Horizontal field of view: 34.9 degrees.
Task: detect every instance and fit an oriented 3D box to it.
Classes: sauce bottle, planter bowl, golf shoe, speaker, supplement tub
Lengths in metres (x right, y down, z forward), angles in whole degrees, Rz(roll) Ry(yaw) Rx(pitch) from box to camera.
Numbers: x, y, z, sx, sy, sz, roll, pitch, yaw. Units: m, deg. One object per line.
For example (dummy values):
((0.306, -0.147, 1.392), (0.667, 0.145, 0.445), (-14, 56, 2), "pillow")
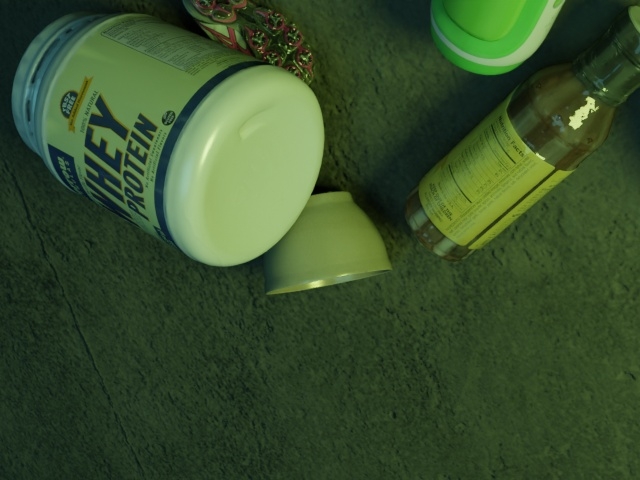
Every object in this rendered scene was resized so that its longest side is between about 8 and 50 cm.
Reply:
((0.232, -0.110, 1.096), (0.111, 0.111, 0.344), (45, 128, -2), "sauce bottle")
((0.000, 0.000, 1.271), (0.162, 0.162, 0.109), (-15, 84, 34), "planter bowl")
((-0.084, -0.249, 1.222), (0.186, 0.067, 0.086), (41, 165, -8), "golf shoe")
((0.191, -0.289, 0.948), (0.131, 0.131, 0.296), (32, 149, 8), "speaker")
((-0.184, -0.132, 1.201), (0.325, 0.235, 0.235), (26, 129, 32), "supplement tub")
